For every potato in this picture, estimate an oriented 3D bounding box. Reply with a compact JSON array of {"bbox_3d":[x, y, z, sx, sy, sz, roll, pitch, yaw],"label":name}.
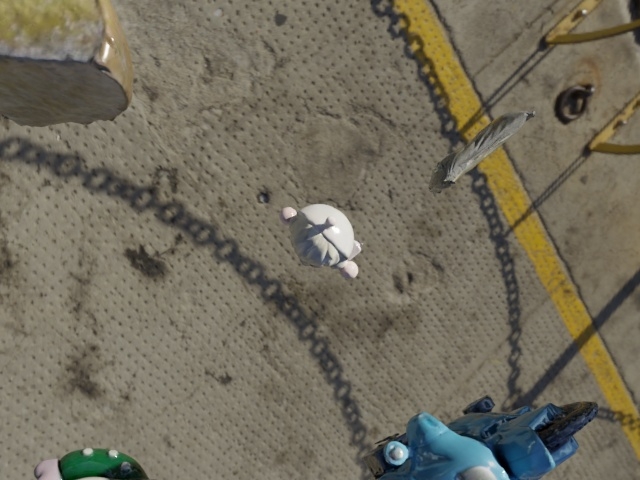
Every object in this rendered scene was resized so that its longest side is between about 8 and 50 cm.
[{"bbox_3d":[-0.324,-0.265,0.781,0.264,0.211,0.190,7,75,13],"label":"potato"}]

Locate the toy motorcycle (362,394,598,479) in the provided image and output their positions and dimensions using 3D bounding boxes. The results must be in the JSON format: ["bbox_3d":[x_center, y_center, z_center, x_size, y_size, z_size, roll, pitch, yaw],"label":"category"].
[{"bbox_3d":[0.108,0.208,0.525,0.182,0.272,0.124,-22,71,-27],"label":"toy motorcycle"}]

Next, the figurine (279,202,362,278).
[{"bbox_3d":[0.011,-0.001,1.231,0.144,0.257,0.182,-22,91,1],"label":"figurine"}]

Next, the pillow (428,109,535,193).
[{"bbox_3d":[0.334,-0.193,1.323,0.255,0.169,0.059,-39,85,0],"label":"pillow"}]

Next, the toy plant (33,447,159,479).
[{"bbox_3d":[-0.270,0.349,0.739,0.243,0.232,0.113,13,110,5],"label":"toy plant"}]
